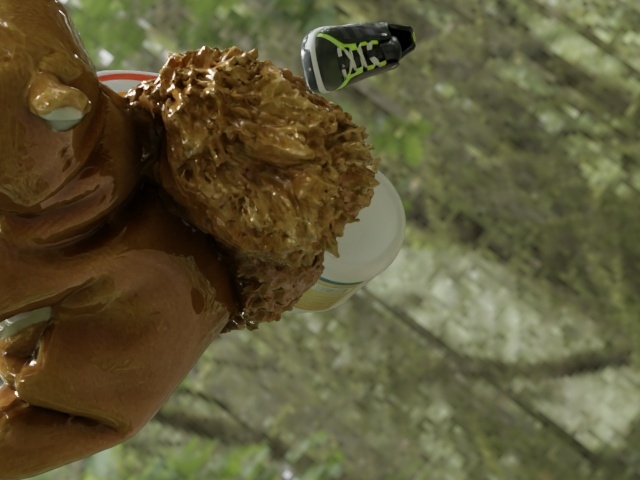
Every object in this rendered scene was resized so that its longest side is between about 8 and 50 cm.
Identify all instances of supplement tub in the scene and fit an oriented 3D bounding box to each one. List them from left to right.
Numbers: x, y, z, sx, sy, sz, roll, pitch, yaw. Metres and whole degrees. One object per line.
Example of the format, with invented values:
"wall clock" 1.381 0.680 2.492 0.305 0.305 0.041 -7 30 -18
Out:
"supplement tub" 0.000 0.000 2.000 0.144 0.144 0.200 -43 0 -25

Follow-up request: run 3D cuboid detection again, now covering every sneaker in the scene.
"sneaker" 0.057 -0.258 2.345 0.235 0.097 0.084 -35 -66 -57

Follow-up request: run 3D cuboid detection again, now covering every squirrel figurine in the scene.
"squirrel figurine" -0.162 -0.057 1.332 0.397 0.281 0.370 -12 -42 -6

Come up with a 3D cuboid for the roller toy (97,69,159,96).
"roller toy" -0.181 -0.063 1.710 0.209 0.191 0.146 -20 -46 -42
